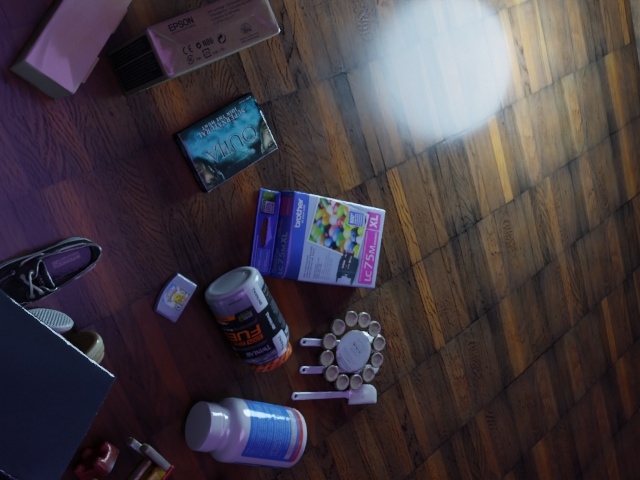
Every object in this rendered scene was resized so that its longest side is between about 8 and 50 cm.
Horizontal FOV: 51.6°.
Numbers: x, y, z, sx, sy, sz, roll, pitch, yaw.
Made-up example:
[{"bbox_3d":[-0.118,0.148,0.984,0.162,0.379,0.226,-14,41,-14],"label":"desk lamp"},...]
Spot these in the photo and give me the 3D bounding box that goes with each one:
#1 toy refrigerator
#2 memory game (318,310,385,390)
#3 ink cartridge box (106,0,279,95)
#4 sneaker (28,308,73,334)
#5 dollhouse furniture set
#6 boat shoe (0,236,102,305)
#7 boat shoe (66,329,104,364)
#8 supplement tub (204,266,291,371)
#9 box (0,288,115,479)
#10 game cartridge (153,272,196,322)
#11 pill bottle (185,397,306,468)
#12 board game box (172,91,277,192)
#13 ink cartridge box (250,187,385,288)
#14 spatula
[{"bbox_3d":[-0.379,-0.364,1.070,0.094,0.102,0.269,36,72,-34],"label":"toy refrigerator"},{"bbox_3d":[0.074,0.252,1.507,0.186,0.012,0.186,-3,96,-34],"label":"memory game"},{"bbox_3d":[-0.220,-0.340,1.137,0.235,0.193,0.088,-34,111,-31],"label":"ink cartridge box"},{"bbox_3d":[-0.476,0.153,1.079,0.134,0.051,0.070,2,123,-55],"label":"sneaker"},{"bbox_3d":[-0.403,0.507,1.077,0.374,0.201,0.152,-50,121,-30],"label":"dollhouse furniture set"},{"bbox_3d":[-0.459,0.057,1.065,0.219,0.070,0.077,-34,113,-30],"label":"boat shoe"},{"bbox_3d":[-0.450,0.273,1.081,0.285,0.105,0.089,-49,125,-12],"label":"boat shoe"},{"bbox_3d":[-0.135,0.156,1.294,0.117,0.117,0.190,-38,115,-29],"label":"supplement tub"},{"bbox_3d":[-0.510,0.181,0.847,0.312,0.343,0.178,50,42,-29],"label":"box"},{"bbox_3d":[-0.275,0.106,1.246,0.056,0.017,0.083,37,72,-30],"label":"game cartridge"},{"bbox_3d":[-0.146,0.376,1.300,0.222,0.124,0.124,22,81,-38],"label":"pill bottle"},{"bbox_3d":[-0.180,-0.191,1.286,0.186,0.026,0.126,-38,115,-29],"label":"board game box"},{"bbox_3d":[0.000,0.000,1.422,0.311,0.065,0.185,9,88,-36],"label":"ink cartridge box"},{"bbox_3d":[0.042,0.289,1.507,0.242,0.019,0.168,8,90,-34],"label":"spatula"}]
